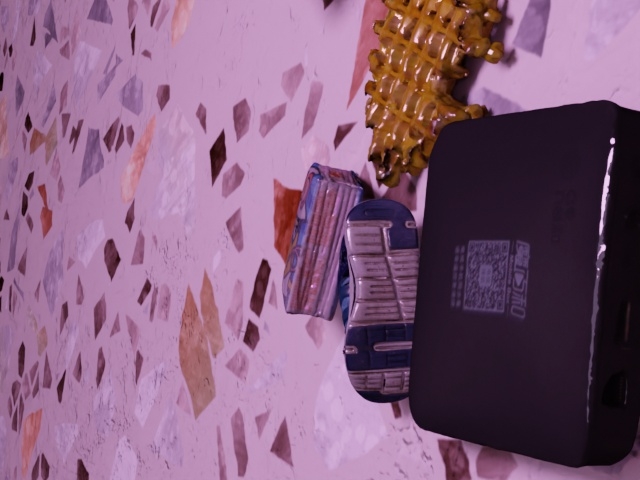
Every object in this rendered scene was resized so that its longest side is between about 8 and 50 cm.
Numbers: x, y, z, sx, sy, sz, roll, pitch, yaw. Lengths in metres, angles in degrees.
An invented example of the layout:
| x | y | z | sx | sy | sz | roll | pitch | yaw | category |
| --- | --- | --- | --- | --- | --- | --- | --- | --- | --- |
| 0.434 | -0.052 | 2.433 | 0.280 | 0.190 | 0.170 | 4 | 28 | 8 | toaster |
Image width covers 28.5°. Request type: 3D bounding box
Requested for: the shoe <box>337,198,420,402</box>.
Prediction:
| x | y | z | sx | sy | sz | roll | pitch | yaw | category |
| --- | --- | --- | --- | --- | --- | --- | --- | --- | --- |
| 0.063 | 0.062 | 1.289 | 0.106 | 0.091 | 0.207 | 110 | 158 | -82 | shoe |

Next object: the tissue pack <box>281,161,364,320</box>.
| x | y | z | sx | sy | sz | roll | pitch | yaw | category |
| --- | --- | --- | --- | --- | --- | --- | --- | --- | --- |
| 0.000 | 0.000 | 1.395 | 0.115 | 0.065 | 0.155 | -109 | 30 | -77 | tissue pack |

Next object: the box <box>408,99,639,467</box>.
| x | y | z | sx | sy | sz | roll | pitch | yaw | category |
| --- | --- | --- | --- | --- | --- | --- | --- | --- | --- |
| 0.173 | 0.034 | 1.084 | 0.289 | 0.073 | 0.290 | 0 | 84 | 63 | box |

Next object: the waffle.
| x | y | z | sx | sy | sz | roll | pitch | yaw | category |
| --- | --- | --- | --- | --- | --- | --- | --- | --- | --- |
| 0.108 | -0.185 | 1.286 | 0.228 | 0.051 | 0.232 | 135 | 135 | -54 | waffle |
